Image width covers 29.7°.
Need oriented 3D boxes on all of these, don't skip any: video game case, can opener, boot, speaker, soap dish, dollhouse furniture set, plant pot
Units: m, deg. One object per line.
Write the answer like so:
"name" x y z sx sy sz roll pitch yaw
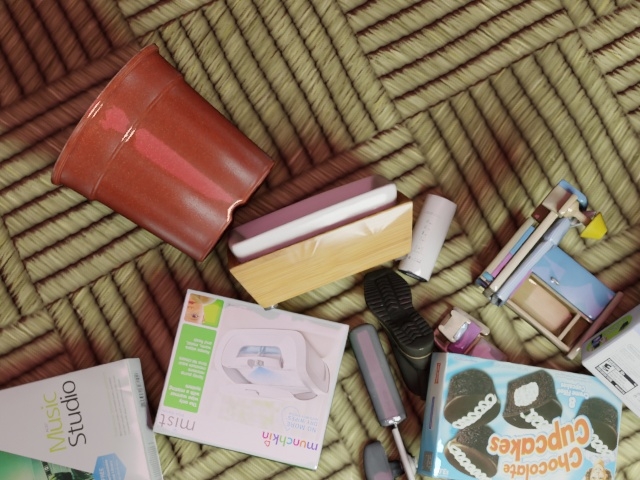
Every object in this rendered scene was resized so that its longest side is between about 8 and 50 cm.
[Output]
"video game case" 0.576 0.191 1.826 0.269 0.061 0.244 43 120 -12
"can opener" 0.087 0.277 1.912 0.095 0.076 0.283 -20 81 -2
"boot" 0.124 0.151 1.934 0.077 0.137 0.198 -16 43 -7
"speaker" 0.174 -0.005 1.959 0.055 0.055 0.136 21 83 4
"soap dish" 0.000 0.000 1.886 0.291 0.229 0.118 -20 99 -2
"dollhouse furniture set" 0.333 0.096 1.818 0.198 0.303 0.286 39 85 7
"plant pot" -0.232 -0.121 1.893 0.265 0.272 0.272 36 84 -3

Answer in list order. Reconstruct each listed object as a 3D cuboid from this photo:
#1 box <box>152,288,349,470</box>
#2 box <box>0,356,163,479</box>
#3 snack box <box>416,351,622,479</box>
"box" -0.106 0.220 1.900 0.262 0.127 0.231 14 81 2
"box" -0.412 0.330 1.885 0.322 0.058 0.232 -15 82 15
"snack box" 0.311 0.286 1.856 0.322 0.060 0.187 11 82 -21
